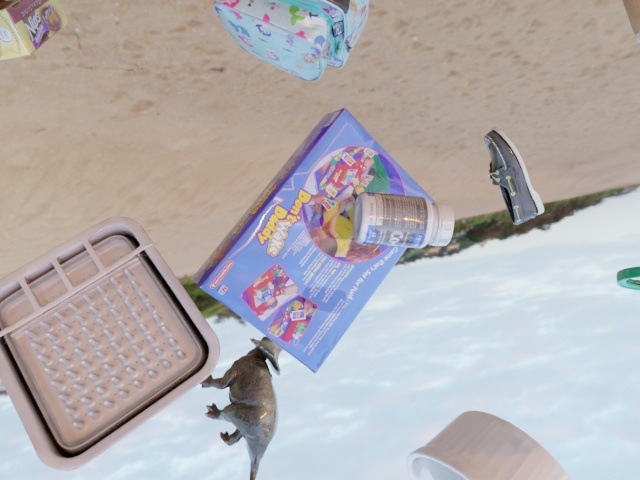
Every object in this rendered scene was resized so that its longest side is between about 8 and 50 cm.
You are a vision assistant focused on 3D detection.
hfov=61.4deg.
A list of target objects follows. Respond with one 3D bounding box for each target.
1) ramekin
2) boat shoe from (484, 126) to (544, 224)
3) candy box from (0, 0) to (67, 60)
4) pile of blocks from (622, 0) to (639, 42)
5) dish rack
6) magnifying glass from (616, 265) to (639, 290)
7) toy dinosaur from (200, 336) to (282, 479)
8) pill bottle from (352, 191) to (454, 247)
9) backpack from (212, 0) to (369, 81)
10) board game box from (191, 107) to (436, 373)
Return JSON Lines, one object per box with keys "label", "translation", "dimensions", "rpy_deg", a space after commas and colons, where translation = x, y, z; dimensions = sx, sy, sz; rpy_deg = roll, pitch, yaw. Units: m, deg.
{"label": "ramekin", "translation": [0.291, 0.420, 0.897], "dimensions": [0.135, 0.277, 0.277], "rpy_deg": [-36, -170, -25]}
{"label": "boat shoe", "translation": [0.403, -0.134, 1.159], "dimensions": [0.069, 0.227, 0.081], "rpy_deg": [-32, -160, 7]}
{"label": "candy box", "translation": [-0.393, -0.229, 0.592], "dimensions": [0.187, 0.053, 0.109], "rpy_deg": [-8, -142, 8]}
{"label": "pile of blocks", "translation": [0.525, -0.221, 0.657], "dimensions": [0.113, 0.362, 0.149], "rpy_deg": [25, 119, -37]}
{"label": "dish rack", "translation": [-0.339, 0.148, 0.835], "dimensions": [0.286, 0.332, 0.072], "rpy_deg": [-34, 155, -17]}
{"label": "magnifying glass", "translation": [0.603, 0.062, 0.859], "dimensions": [0.231, 0.026, 0.092], "rpy_deg": [-5, 158, 32]}
{"label": "toy dinosaur", "translation": [-0.134, 0.303, 1.010], "dimensions": [0.160, 0.313, 0.121], "rpy_deg": [-19, 147, 35]}
{"label": "pill bottle", "translation": [0.122, -0.029, 0.802], "dimensions": [0.137, 0.078, 0.078], "rpy_deg": [4, 177, -7]}
{"label": "backpack", "translation": [-0.038, -0.371, 0.854], "dimensions": [0.225, 0.191, 0.253], "rpy_deg": [26, -176, 5]}
{"label": "board game box", "translation": [0.000, 0.000, 0.862], "dimensions": [0.347, 0.233, 0.078], "rpy_deg": [-52, -159, -11]}
